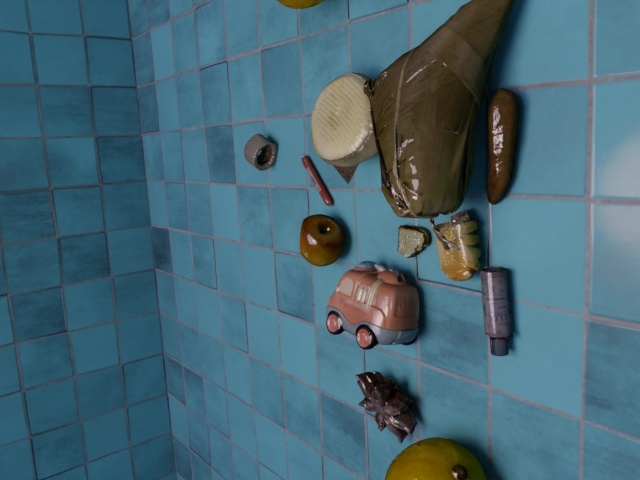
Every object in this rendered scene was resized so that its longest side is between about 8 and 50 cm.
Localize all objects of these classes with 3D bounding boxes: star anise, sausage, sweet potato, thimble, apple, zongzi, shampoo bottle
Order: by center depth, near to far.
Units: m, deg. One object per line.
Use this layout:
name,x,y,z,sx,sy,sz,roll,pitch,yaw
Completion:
zongzi,0.305,-0.271,1.278,0.467,0.218,0.500,-40,50,51
sweet potato,0.421,-0.212,1.336,0.075,0.075,0.274,20,118,49
shampoo bottle,0.433,0.174,1.409,0.072,0.072,0.214,2,99,53
star anise,0.206,0.488,1.753,0.236,0.109,0.223,47,157,17
apple,-0.002,0.005,1.863,0.163,0.146,0.147,30,143,1
sausage,-0.013,-0.202,1.937,0.029,0.029,0.223,-52,58,45
thimble,-0.223,-0.327,2.128,0.090,0.102,0.115,40,99,41

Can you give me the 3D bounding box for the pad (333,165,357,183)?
pad,0.057,-0.316,1.840,0.235,0.003,0.158,55,137,30

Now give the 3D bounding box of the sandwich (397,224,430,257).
sandwich,0.263,0.005,1.617,0.104,0.035,0.093,7,103,51

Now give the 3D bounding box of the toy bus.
toy bus,0.157,0.184,1.682,0.287,0.194,0.232,21,107,49

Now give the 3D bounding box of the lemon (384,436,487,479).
lemon,0.306,0.672,1.523,0.297,0.297,0.297,16,111,50

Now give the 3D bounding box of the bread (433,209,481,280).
bread,0.351,0.015,1.463,0.119,0.084,0.177,-5,95,52

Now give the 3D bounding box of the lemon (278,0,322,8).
lemon,-0.063,-0.817,1.662,0.293,0.293,0.293,16,111,50

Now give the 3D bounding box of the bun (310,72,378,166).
bun,0.097,-0.341,1.669,0.287,0.146,0.288,-7,80,45
